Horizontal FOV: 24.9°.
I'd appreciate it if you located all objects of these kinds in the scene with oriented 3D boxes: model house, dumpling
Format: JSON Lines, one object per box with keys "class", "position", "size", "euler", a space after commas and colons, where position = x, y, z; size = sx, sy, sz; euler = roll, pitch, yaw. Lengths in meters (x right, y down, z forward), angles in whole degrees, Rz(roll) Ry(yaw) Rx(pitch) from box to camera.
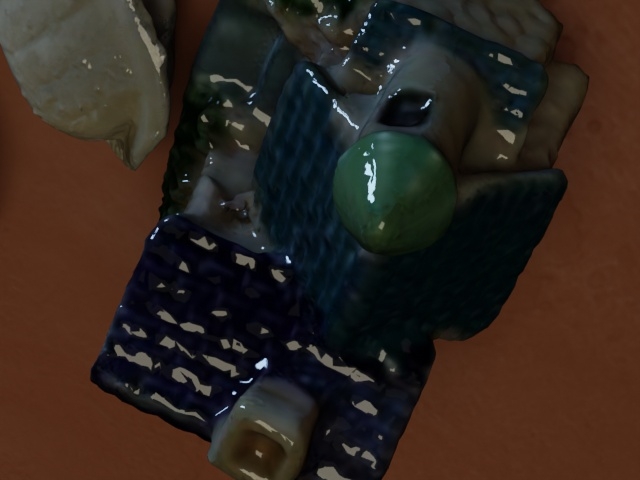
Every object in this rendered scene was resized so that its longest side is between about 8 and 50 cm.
{"class": "model house", "position": [0.002, 0.001, 0.887], "size": [0.243, 0.284, 0.298], "euler": [22, 128, -1]}
{"class": "dumpling", "position": [-0.145, -0.134, 0.974], "size": [0.150, 0.092, 0.176], "euler": [27, 114, 32]}
